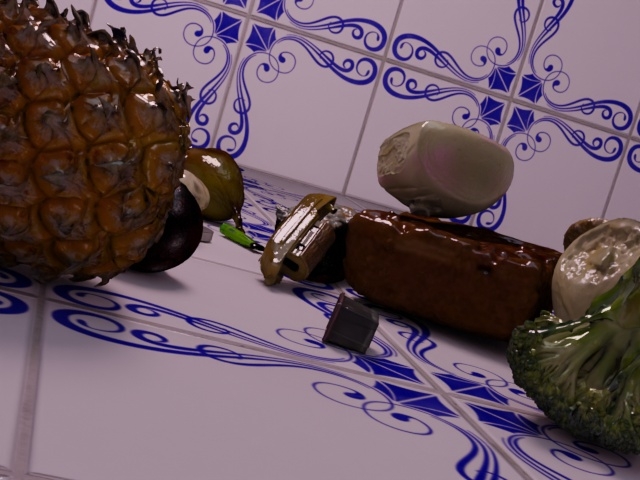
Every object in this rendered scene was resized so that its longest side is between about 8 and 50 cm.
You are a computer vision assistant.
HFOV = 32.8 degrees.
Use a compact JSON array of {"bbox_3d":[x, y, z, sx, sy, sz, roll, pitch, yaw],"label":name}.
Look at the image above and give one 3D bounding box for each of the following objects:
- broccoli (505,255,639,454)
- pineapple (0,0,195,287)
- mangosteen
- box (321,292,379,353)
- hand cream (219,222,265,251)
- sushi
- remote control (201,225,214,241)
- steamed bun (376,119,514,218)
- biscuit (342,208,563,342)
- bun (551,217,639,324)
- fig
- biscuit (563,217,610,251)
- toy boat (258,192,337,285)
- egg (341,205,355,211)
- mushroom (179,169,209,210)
[{"bbox_3d":[0.377,0.091,1.284,0.221,0.361,0.252,36,44,16],"label":"broccoli"},{"bbox_3d":[-0.314,-0.122,1.286,0.300,0.352,0.352,16,7,-17],"label":"pineapple"},{"bbox_3d":[-0.240,-0.019,1.532,0.152,0.153,0.152,17,7,-2],"label":"mangosteen"},{"bbox_3d":[0.042,0.113,1.457,0.063,0.060,0.085,25,7,1],"label":"box"},{"bbox_3d":[-0.147,-0.004,2.038,0.036,0.023,0.122,26,0,-45],"label":"hand cream"},{"bbox_3d":[0.000,0.000,1.952,0.136,0.126,0.225,20,9,23],"label":"sushi"},{"bbox_3d":[-0.292,-0.043,2.008,0.245,0.022,0.077,22,10,37],"label":"remote control"},{"bbox_3d":[0.218,-0.105,1.902,0.238,0.153,0.170,18,-21,-33],"label":"steamed bun"},{"bbox_3d":[0.239,0.058,1.880,0.342,0.166,0.395,14,5,21],"label":"biscuit"},{"bbox_3d":[0.511,0.140,1.663,0.364,0.202,0.364,32,-19,12],"label":"bun"},{"bbox_3d":[-0.216,-0.096,2.216,0.170,0.146,0.274,3,32,-40],"label":"fig"},{"bbox_3d":[0.497,0.039,1.802,0.219,0.033,0.220,30,-25,15],"label":"biscuit"},{"bbox_3d":[-0.026,-0.003,1.771,0.088,0.068,0.226,29,41,9],"label":"toy boat"},{"bbox_3d":[0.042,-0.005,2.120,0.118,0.116,0.140,38,21,-37],"label":"egg"},{"bbox_3d":[-0.262,-0.062,1.882,0.154,0.123,0.154,-21,-2,-1],"label":"mushroom"}]
